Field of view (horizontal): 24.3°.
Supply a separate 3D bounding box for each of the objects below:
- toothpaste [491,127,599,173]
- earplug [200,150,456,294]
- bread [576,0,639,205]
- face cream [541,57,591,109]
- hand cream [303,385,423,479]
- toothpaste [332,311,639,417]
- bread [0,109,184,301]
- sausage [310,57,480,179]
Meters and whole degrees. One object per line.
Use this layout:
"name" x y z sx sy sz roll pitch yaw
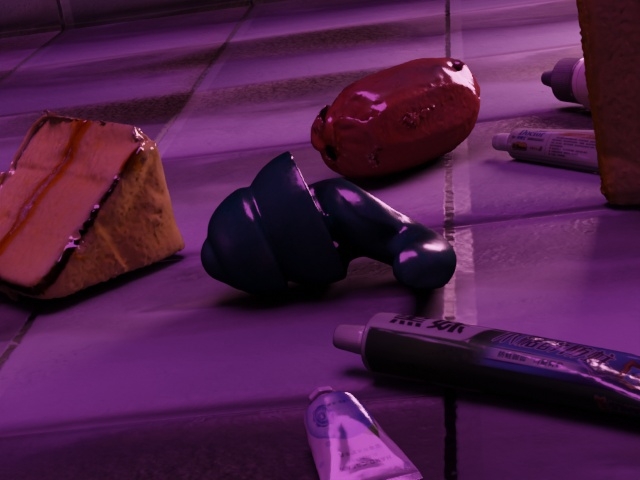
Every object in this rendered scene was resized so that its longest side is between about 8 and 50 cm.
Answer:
"toothpaste" 0.333 -0.128 2.054 0.037 0.067 0.255 30 -13 -38
"earplug" 0.003 0.008 1.696 0.280 0.164 0.257 -19 54 5
"bread" 0.456 -0.234 1.881 0.143 0.333 0.323 3 25 36
"face cream" 0.461 -0.237 2.262 0.092 0.092 0.311 -22 22 -36
"hand cream" 0.024 0.174 1.291 0.084 0.053 0.142 -12 29 -14
"toothpaste" 0.174 0.114 1.371 0.392 0.061 0.099 6 21 34
"bread" -0.346 -0.038 1.893 0.236 0.198 0.263 -31 26 -33
"sausage" 0.116 -0.177 2.144 0.280 0.152 0.152 -23 23 -35
